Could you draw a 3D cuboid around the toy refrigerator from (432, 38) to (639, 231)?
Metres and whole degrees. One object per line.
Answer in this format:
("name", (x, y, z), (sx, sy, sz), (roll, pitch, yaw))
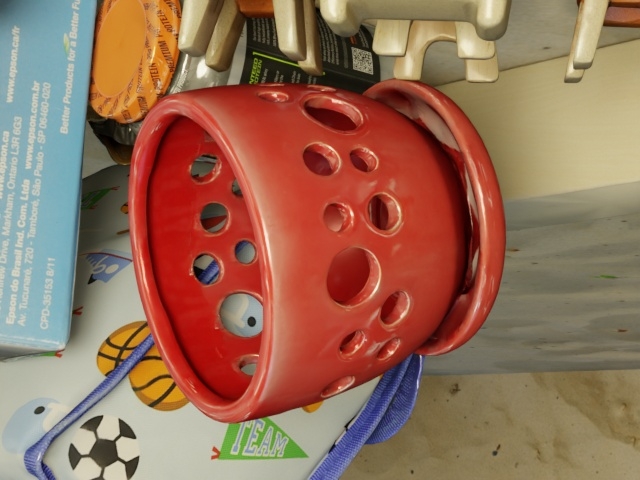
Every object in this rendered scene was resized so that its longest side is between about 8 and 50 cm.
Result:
("toy refrigerator", (0.185, -0.071, 1.167), (0.094, 0.102, 0.269), (13, 165, -40))

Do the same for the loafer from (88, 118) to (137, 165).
("loafer", (-0.161, -0.090, 1.288), (0.062, 0.061, 0.170), (4, 170, -6))

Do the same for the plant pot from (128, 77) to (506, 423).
("plant pot", (0.000, 0.000, 0.935), (0.174, 0.191, 0.191), (-8, 176, -29))

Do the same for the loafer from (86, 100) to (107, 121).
("loafer", (-0.274, -0.102, 1.185), (0.268, 0.092, 0.102), (2, 169, 8))

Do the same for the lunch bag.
("lunch bag", (-0.115, 0.082, 1.192), (0.328, 0.385, 0.239), (2, 134, 46))

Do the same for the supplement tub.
("supplement tub", (-0.048, -0.105, 1.034), (0.190, 0.117, 0.117), (12, 166, -35))

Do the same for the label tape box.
("label tape box", (-0.314, -0.073, 0.934), (0.347, 0.249, 0.115), (10, 167, -29))

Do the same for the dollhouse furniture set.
("dollhouse furniture set", (0.060, -0.158, 0.800), (0.262, 0.135, 0.259), (3, 180, 7))
